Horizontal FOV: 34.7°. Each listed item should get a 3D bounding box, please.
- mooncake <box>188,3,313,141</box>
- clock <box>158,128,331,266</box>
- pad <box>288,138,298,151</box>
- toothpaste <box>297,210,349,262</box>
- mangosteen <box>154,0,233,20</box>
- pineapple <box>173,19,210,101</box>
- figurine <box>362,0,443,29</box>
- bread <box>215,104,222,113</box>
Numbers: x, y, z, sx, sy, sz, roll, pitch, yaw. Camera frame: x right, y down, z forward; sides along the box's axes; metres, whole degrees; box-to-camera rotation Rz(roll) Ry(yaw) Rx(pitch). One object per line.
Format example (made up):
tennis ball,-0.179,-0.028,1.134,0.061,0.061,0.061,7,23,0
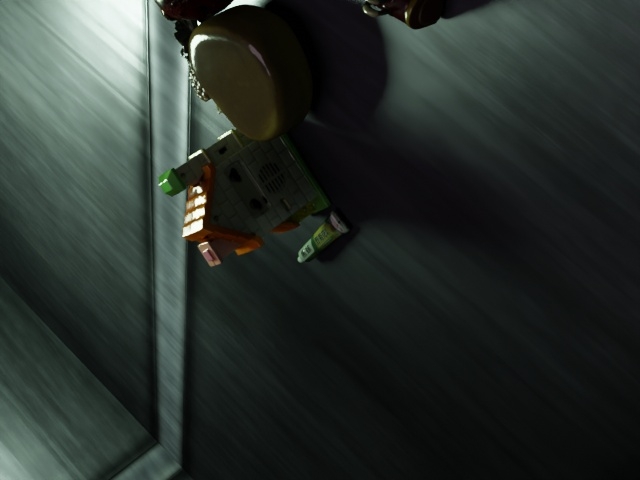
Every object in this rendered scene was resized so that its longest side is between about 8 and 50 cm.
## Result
mooncake,-0.111,-0.298,1.749,0.235,0.117,0.235,32,142,29
clock,-0.148,-0.084,1.871,0.220,0.255,0.106,58,148,-8
pad,-0.091,-0.148,1.984,0.113,0.006,0.187,38,146,22
toothpaste,0.000,0.000,1.981,0.049,0.031,0.204,52,147,4
mangosteen,-0.215,-0.444,1.707,0.166,0.166,0.180,62,160,-14
pineapple,-0.227,-0.342,1.918,0.074,0.074,0.159,1,119,54
figurine,0.089,-0.352,1.437,0.154,0.098,0.082,35,149,24
bread,-0.152,-0.263,1.897,0.083,0.070,0.035,120,149,-52
